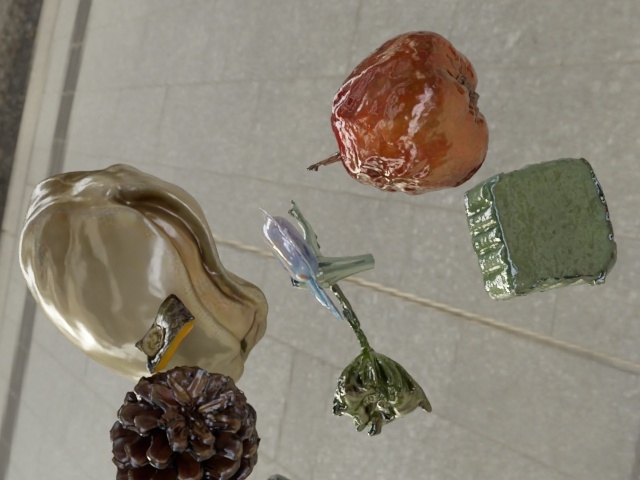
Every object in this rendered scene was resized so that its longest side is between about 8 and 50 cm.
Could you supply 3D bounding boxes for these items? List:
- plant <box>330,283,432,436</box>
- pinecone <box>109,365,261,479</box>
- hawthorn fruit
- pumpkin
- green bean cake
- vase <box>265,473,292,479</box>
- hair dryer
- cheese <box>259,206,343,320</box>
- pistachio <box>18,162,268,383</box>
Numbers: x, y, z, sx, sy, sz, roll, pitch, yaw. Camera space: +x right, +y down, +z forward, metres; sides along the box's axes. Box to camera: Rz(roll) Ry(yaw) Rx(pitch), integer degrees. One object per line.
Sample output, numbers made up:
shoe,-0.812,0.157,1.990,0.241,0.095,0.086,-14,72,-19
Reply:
plant,0.125,0.246,2.165,0.180,0.251,0.333,-16,58,25
pinecone,-0.191,0.271,1.386,0.221,0.221,0.221,-25,60,54
hawthorn fruit,0.090,-0.141,1.273,0.243,0.207,0.207,-24,56,20
pumpkin,-0.212,0.132,1.389,0.101,0.035,0.073,-53,39,0
green bean cake,0.367,-0.016,1.653,0.125,0.227,0.222,139,118,-71
vase,0.023,0.470,1.407,0.245,0.291,0.245,-159,90,-90
hair dryer,0.020,0.007,1.977,0.067,0.167,0.199,101,168,-59
cheese,-0.039,0.038,1.738,0.052,0.245,0.135,-37,33,-9
pistachio,-0.285,0.061,1.595,0.281,0.445,0.365,-54,3,-41
